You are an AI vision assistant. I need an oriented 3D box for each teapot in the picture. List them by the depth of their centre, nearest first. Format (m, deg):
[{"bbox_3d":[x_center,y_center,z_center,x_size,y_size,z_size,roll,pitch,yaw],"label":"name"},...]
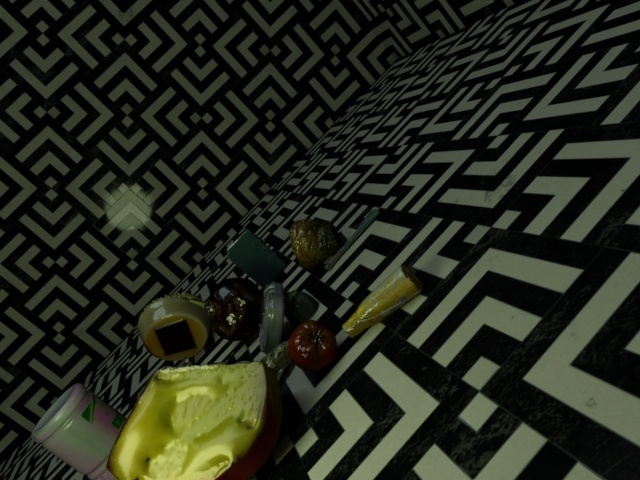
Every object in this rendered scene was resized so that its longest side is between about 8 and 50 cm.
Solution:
[{"bbox_3d":[-0.077,0.198,1.643,0.124,0.091,0.092,-24,25,47],"label":"teapot"}]

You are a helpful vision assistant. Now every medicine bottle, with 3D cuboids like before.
[{"bbox_3d":[-0.731,0.640,1.724,0.212,0.325,0.212,-41,16,15],"label":"medicine bottle"}]

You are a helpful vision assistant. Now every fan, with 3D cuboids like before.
[{"bbox_3d":[0.109,-0.005,1.809,0.282,0.023,0.057,-50,26,-18],"label":"fan"}]

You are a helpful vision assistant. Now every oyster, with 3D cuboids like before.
[{"bbox_3d":[-0.148,0.362,1.461,0.209,0.072,0.133,-42,14,16],"label":"oyster"}]

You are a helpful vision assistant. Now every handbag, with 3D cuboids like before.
[{"bbox_3d":[-0.258,0.073,2.135,0.144,0.221,0.057,-47,16,-4],"label":"handbag"}]

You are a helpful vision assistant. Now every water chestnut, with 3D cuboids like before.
[{"bbox_3d":[-0.279,0.245,1.865,0.223,0.238,0.224,-9,76,42],"label":"water chestnut"}]

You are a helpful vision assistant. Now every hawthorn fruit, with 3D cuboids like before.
[{"bbox_3d":[-0.027,0.264,1.323,0.140,0.125,0.125,-19,30,51],"label":"hawthorn fruit"}]

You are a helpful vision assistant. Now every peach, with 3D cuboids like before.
[{"bbox_3d":[-0.272,0.440,1.217,0.379,0.243,0.307,-8,56,3],"label":"peach"}]

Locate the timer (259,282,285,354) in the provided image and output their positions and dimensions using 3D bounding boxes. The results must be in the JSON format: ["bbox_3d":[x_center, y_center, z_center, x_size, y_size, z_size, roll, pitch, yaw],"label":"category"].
[{"bbox_3d":[-0.147,0.235,1.611,0.208,0.068,0.191,-112,29,-74],"label":"timer"}]

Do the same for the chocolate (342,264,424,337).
[{"bbox_3d":[0.143,0.155,1.278,0.219,0.085,0.086,-44,16,17],"label":"chocolate"}]

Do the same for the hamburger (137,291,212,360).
[{"bbox_3d":[-0.585,0.347,2.153,0.302,0.302,0.170,-41,35,11],"label":"hamburger"}]

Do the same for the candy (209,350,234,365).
[{"bbox_3d":[-0.359,0.471,1.712,0.086,0.059,0.292,-25,27,45],"label":"candy"}]

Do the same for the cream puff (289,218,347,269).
[{"bbox_3d":[0.000,0.000,1.855,0.168,0.184,0.183,-16,26,16],"label":"cream puff"}]

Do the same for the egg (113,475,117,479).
[{"bbox_3d":[-0.413,0.586,1.350,0.242,0.186,0.186,-51,18,-29],"label":"egg"}]

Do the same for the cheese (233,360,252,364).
[{"bbox_3d":[-0.291,0.453,1.580,0.248,0.071,0.163,-33,21,36],"label":"cheese"}]

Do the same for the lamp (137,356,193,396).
[{"bbox_3d":[-0.562,0.523,1.964,0.214,0.121,0.121,-40,15,-18],"label":"lamp"}]
